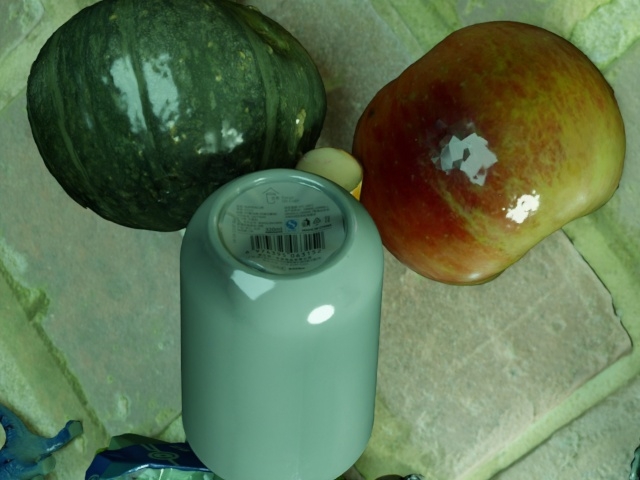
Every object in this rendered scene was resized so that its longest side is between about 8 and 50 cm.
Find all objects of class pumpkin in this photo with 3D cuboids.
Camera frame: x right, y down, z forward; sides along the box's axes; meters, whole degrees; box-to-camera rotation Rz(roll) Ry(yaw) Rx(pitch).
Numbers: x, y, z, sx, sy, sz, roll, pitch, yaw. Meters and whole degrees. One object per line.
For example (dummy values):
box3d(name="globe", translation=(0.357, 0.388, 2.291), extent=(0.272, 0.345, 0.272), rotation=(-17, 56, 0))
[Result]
box3d(name="pumpkin", translation=(-0.139, -0.136, 1.836), extent=(0.291, 0.328, 0.257), rotation=(-11, 91, 31))

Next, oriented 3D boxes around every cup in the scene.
box3d(name="cup", translation=(-0.038, 0.084, 1.742), extent=(0.205, 0.205, 0.312), rotation=(35, 145, 24))

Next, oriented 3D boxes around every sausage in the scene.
box3d(name="sausage", translation=(0.000, 0.000, 1.849), extent=(0.071, 0.071, 0.234), rotation=(42, 150, 23))

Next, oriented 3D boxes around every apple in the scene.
box3d(name="apple", translation=(0.147, -0.095, 1.779), extent=(0.293, 0.163, 0.251), rotation=(-36, 74, 20))

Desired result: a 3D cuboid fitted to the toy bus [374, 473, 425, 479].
box3d(name="toy bus", translation=(0.119, 0.310, 1.829), extent=(0.162, 0.069, 0.074), rotation=(32, 105, 24))

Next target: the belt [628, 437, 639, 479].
box3d(name="belt", translation=(0.458, 0.243, 1.628), extent=(0.325, 0.122, 0.260), rotation=(-12, 75, 24))

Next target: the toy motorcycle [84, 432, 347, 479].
box3d(name="toy motorcycle", translation=(-0.143, 0.303, 1.896), extent=(0.326, 0.200, 0.191), rotation=(21, 98, 25))

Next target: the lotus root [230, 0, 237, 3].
box3d(name="lotus root", translation=(-0.182, -0.275, 1.999), extent=(0.183, 0.090, 0.077), rotation=(-1, 91, 31))

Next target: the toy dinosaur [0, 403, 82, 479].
box3d(name="toy dinosaur", translation=(-0.348, 0.294, 2.074), extent=(0.144, 0.076, 0.329), rotation=(-20, 77, 31))
